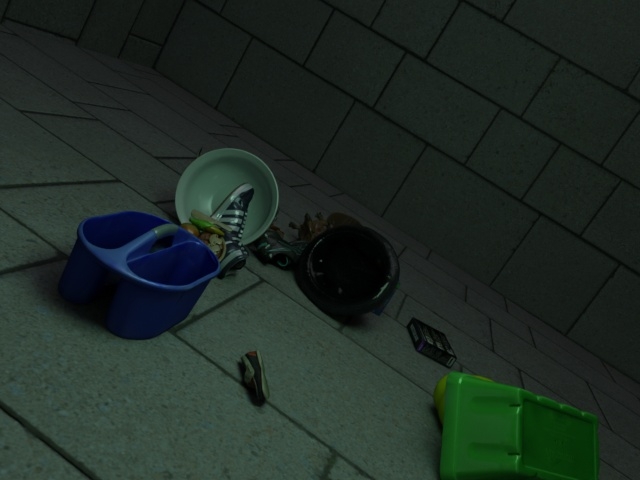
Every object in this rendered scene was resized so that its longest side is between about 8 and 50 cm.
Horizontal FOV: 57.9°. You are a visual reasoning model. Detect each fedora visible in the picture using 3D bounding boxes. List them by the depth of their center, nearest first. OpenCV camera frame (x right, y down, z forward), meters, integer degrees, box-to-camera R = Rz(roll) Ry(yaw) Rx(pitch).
[{"bbox_3d":[0.094,0.115,1.790,0.334,0.334,0.152,42,-15,36],"label":"fedora"}]

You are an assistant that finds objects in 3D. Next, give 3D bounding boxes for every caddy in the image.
[{"bbox_3d":[-0.344,0.044,1.150,0.241,0.179,0.341,32,14,6],"label":"caddy"}]

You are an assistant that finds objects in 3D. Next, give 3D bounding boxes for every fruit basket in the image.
[{"bbox_3d":[0.397,0.443,1.340,0.392,0.283,0.392,8,-23,4],"label":"fruit basket"}]

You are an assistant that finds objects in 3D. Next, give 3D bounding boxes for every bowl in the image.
[{"bbox_3d":[-0.268,-0.112,1.714,0.298,0.298,0.134,33,-8,5],"label":"bowl"}]

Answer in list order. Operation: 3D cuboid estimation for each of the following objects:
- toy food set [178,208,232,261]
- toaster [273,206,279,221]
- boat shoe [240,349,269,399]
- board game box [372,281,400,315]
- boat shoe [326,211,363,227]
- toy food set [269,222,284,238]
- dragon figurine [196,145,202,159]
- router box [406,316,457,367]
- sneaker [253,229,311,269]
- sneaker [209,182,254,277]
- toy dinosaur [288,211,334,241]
[{"bbox_3d":[-0.296,0.007,1.427,0.132,0.038,0.192,25,52,-9],"label":"toy food set"},{"bbox_3d":[-0.256,-0.094,1.860,0.227,0.146,0.129,33,13,3],"label":"toaster"},{"bbox_3d":[-0.129,0.265,1.131,0.043,0.049,0.137,-15,29,-7],"label":"boat shoe"},{"bbox_3d":[0.220,0.163,2.006,0.035,0.136,0.201,30,14,-5],"label":"board game box"},{"bbox_3d":[0.164,0.010,2.500,0.341,0.122,0.110,38,-22,13],"label":"boat shoe"},{"bbox_3d":[-0.177,-0.050,2.133,0.122,0.019,0.078,34,14,7],"label":"toy food set"},{"bbox_3d":[-0.362,-0.202,2.061,0.144,0.085,0.289,13,37,-44],"label":"dragon figurine"},{"bbox_3d":[0.365,0.334,1.912,0.133,0.046,0.179,29,14,-10],"label":"router box"},{"bbox_3d":[-0.101,0.052,1.852,0.267,0.101,0.106,16,40,-42],"label":"sneaker"},{"bbox_3d":[-0.228,-0.023,1.559,0.153,0.099,0.282,35,59,2],"label":"sneaker"},{"bbox_3d":[0.000,0.000,2.154,0.295,0.127,0.200,37,17,-31],"label":"toy dinosaur"}]
